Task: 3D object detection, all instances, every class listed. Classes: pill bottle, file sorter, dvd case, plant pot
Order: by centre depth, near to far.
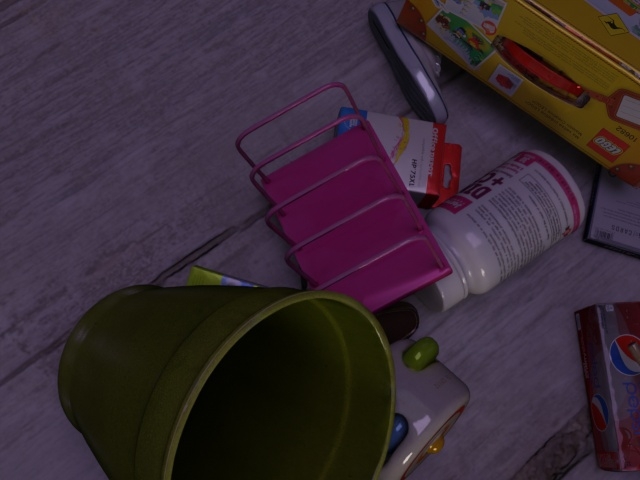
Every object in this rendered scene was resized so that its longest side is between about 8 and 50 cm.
[{"bbox_3d":[-0.152,0.205,0.973,0.353,0.366,0.366,14,68,42],"label":"plant pot"},{"bbox_3d":[0.025,-0.052,1.089,0.202,0.182,0.290,-29,65,6],"label":"file sorter"},{"bbox_3d":[0.270,-0.014,1.211,0.283,0.160,0.160,-33,80,-13],"label":"pill bottle"},{"bbox_3d":[0.575,-0.084,1.329,0.179,0.029,0.238,17,74,-1],"label":"dvd case"}]

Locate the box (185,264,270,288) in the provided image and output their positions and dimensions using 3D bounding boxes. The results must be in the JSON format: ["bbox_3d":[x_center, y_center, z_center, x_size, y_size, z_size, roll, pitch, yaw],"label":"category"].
[{"bbox_3d":[-0.131,0.115,1.183,0.178,0.042,0.109,16,91,1],"label":"box"}]

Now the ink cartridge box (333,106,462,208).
[{"bbox_3d":[0.134,-0.136,1.274,0.231,0.078,0.134,8,74,-4],"label":"ink cartridge box"}]

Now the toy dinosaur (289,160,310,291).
[{"bbox_3d":[0.000,0.000,1.234,0.118,0.064,0.268,-6,77,11],"label":"toy dinosaur"}]

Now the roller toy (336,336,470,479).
[{"bbox_3d":[0.121,0.257,1.099,0.146,0.209,0.191,40,68,21],"label":"roller toy"}]

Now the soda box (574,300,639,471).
[{"bbox_3d":[0.487,0.234,1.205,0.092,0.083,0.263,-2,76,-7],"label":"soda box"}]

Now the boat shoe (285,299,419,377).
[{"bbox_3d":[0.050,0.166,1.157,0.257,0.095,0.095,-21,103,-17],"label":"boat shoe"}]

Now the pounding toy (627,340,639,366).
[{"bbox_3d":[0.609,0.189,1.166,0.237,0.110,0.183,-22,89,-39],"label":"pounding toy"}]

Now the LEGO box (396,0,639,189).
[{"bbox_3d":[0.450,-0.392,1.278,0.500,0.193,0.372,37,61,5],"label":"LEGO box"}]

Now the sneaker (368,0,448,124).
[{"bbox_3d":[0.176,-0.324,1.321,0.091,0.094,0.258,-23,77,-7],"label":"sneaker"}]
